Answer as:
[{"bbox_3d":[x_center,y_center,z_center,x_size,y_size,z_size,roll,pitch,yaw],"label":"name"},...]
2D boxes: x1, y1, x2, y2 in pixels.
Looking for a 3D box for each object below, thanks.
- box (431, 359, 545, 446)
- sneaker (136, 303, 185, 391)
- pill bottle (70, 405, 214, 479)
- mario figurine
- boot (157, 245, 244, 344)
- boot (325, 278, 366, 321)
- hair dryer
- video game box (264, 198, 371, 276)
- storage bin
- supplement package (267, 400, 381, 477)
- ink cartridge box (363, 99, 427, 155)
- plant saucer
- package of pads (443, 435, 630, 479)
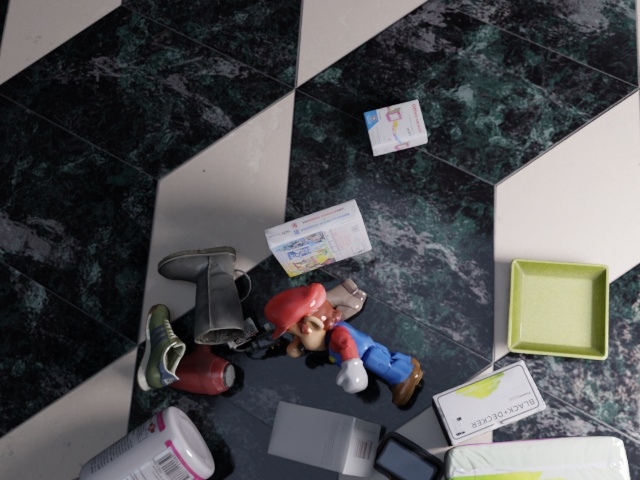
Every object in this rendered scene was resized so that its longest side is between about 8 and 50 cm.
[{"bbox_3d":[0.292,0.299,1.405,0.169,0.290,0.087,-22,73,3],"label":"box"},{"bbox_3d":[-0.308,0.211,1.583,0.086,0.064,0.192,-11,51,18],"label":"sneaker"},{"bbox_3d":[-0.364,0.465,1.526,0.283,0.160,0.160,-34,73,-2],"label":"pill bottle"},{"bbox_3d":[0.026,0.217,1.517,0.320,0.198,0.170,32,60,1],"label":"mario figurine"},{"bbox_3d":[-0.249,0.119,1.616,0.189,0.076,0.209,-13,60,12],"label":"boot"},{"bbox_3d":[0.033,0.113,1.627,0.118,0.042,0.087,38,77,15],"label":"boot"},{"bbox_3d":[-0.233,0.216,1.633,0.293,0.080,0.224,-34,53,-4],"label":"hair dryer"},{"bbox_3d":[0.000,0.000,1.574,0.187,0.205,0.048,-21,69,2],"label":"video game box"},{"bbox_3d":[0.161,0.433,1.492,0.135,0.091,0.098,30,81,16],"label":"storage bin"},{"bbox_3d":[0.007,0.377,1.489,0.179,0.105,0.105,3,74,35],"label":"supplement package"},{"bbox_3d":[0.163,-0.244,1.693,0.122,0.052,0.089,-13,73,3],"label":"ink cartridge box"},{"bbox_3d":[0.467,0.137,1.549,0.188,0.045,0.189,4,75,9],"label":"plant saucer"},{"bbox_3d":[0.369,0.405,1.397,0.296,0.229,0.101,-5,74,6],"label":"package of pads"}]
